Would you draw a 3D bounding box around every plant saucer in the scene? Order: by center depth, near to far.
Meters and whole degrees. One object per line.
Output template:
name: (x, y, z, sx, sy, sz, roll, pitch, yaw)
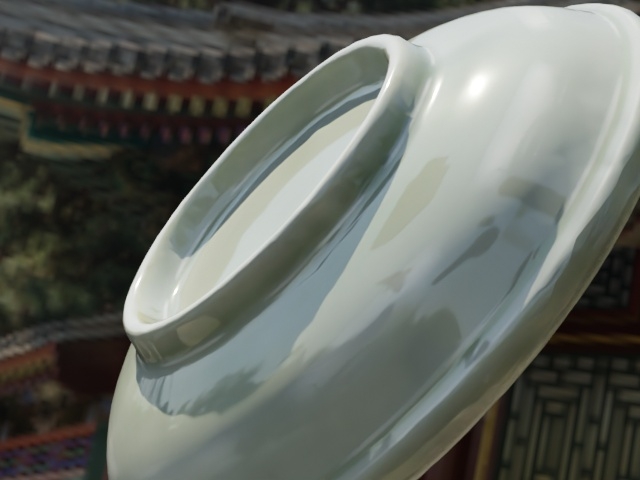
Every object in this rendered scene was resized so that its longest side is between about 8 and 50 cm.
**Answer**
plant saucer: (0.000, 0.000, 0.836, 0.100, 0.400, 0.400, 42, -26, -17)
